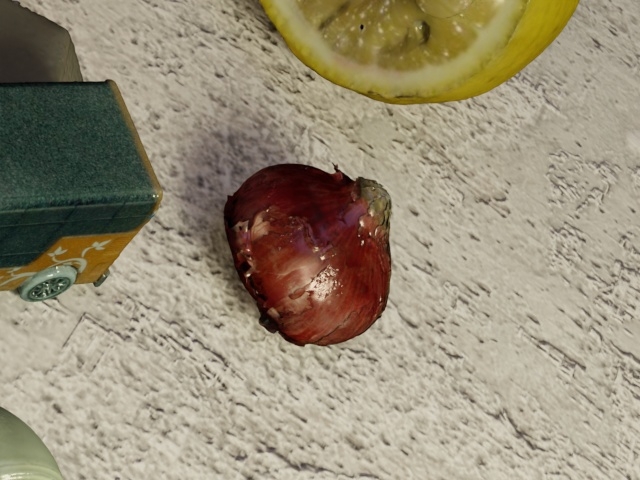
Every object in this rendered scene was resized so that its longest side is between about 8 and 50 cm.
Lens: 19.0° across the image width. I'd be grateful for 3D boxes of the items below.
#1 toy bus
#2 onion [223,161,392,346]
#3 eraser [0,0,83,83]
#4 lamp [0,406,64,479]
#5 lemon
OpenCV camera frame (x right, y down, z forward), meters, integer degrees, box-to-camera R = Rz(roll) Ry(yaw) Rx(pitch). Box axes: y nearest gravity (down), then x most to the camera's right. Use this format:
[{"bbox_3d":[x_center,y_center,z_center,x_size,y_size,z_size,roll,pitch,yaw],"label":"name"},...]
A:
[{"bbox_3d":[-0.279,-0.038,1.518,0.275,0.167,0.138,-5,62,-40],"label":"toy bus"},{"bbox_3d":[0.000,0.000,1.723,0.184,0.147,0.184,35,31,-24],"label":"onion"},{"bbox_3d":[-0.350,-0.175,1.641,0.352,0.077,0.111,24,49,-22],"label":"eraser"},{"bbox_3d":[-0.258,0.153,1.442,0.106,0.106,0.193,6,45,-35],"label":"lamp"},{"bbox_3d":[0.114,-0.317,1.937,0.364,0.364,0.364,21,47,-24],"label":"lemon"}]
